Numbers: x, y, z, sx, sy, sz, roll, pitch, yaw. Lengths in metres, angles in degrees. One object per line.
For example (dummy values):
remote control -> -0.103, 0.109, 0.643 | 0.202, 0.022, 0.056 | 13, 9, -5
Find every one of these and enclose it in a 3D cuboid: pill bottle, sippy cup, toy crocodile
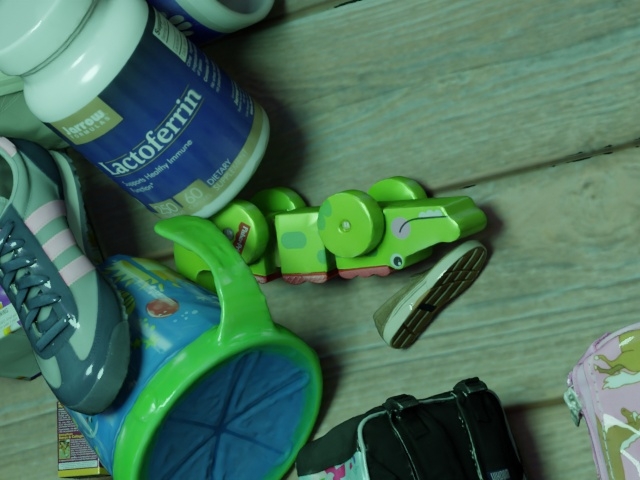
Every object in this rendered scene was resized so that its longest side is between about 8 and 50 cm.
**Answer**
pill bottle -> -0.186, -0.144, 1.569 | 0.153, 0.264, 0.153 | -32, 36, 26
sippy cup -> -0.154, 0.134, 1.617 | 0.224, 0.240, 0.305 | 38, 91, 36
toy crocodile -> 0.000, 0.000, 1.621 | 0.340, 0.115, 0.105 | -4, 98, 28

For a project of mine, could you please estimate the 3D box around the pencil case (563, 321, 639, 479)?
pencil case -> 0.320, 0.260, 1.383 | 0.167, 0.160, 0.386 | -20, 73, 31

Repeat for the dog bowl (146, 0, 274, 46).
dog bowl -> -0.156, -0.327, 1.674 | 0.104, 0.265, 0.265 | -20, 72, 24

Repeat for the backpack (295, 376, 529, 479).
backpack -> 0.095, 0.278, 1.460 | 0.191, 0.225, 0.254 | -37, 69, 40

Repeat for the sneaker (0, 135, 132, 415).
sneaker -> -0.277, 0.026, 1.539 | 0.112, 0.131, 0.319 | -45, 49, 22

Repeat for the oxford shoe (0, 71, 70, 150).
oxford shoe -> -0.330, -0.144, 1.661 | 0.169, 0.449, 0.130 | 29, 122, 43

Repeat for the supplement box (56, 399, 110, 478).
supplement box -> -0.246, 0.209, 1.743 | 0.055, 0.043, 0.083 | -7, 78, 26

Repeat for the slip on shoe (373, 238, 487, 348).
slip on shoe -> 0.104, 0.045, 1.597 | 0.135, 0.051, 0.041 | -51, 51, 17

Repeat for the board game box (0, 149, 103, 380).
board game box -> -0.345, -0.006, 1.778 | 0.142, 0.144, 0.275 | -29, 68, 20
